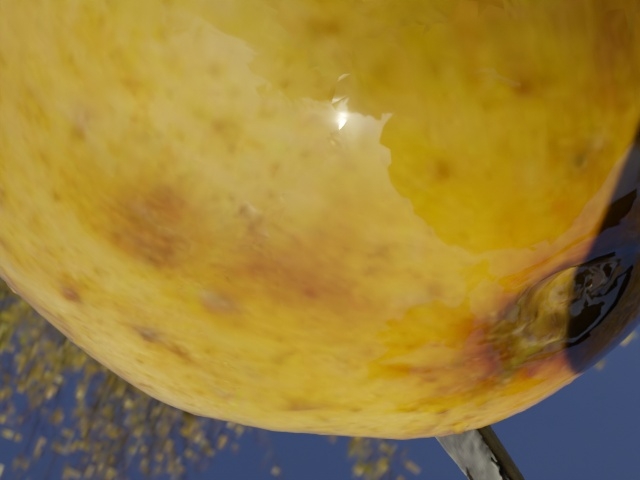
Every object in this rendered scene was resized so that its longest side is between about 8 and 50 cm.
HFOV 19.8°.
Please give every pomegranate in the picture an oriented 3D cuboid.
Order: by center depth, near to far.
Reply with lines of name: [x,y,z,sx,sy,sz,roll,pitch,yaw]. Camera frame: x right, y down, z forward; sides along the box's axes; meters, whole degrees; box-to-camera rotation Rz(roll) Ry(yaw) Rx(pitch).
pomegranate: [-0.005,-0.080,0.470,0.260,0.260,0.260,13,-132,-15]

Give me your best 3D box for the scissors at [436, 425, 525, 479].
scissors: [-0.001,0.000,0.716,0.029,0.191,0.360,-1,-141,-31]
